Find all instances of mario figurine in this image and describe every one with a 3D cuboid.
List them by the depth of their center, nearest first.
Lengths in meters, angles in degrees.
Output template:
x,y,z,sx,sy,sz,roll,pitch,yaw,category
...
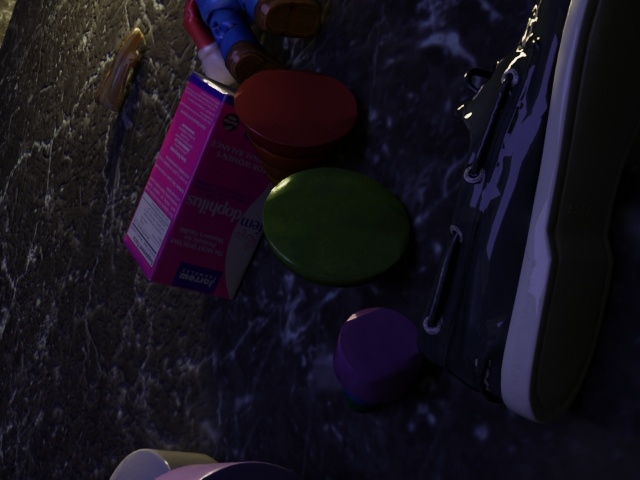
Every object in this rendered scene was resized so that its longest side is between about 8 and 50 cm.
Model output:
x,y,z,sx,sy,sz,roll,pitch,yaw,category
-0.097,-0.325,0.931,0.198,0.170,0.320,-30,55,-3,mario figurine

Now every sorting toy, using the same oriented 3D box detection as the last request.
x,y,z,sx,sy,sz,roll,pitch,yaw,category
0.000,0.000,0.674,0.126,0.127,0.365,103,155,-50,sorting toy

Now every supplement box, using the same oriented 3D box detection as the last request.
x,y,z,sx,sy,sz,roll,pitch,yaw,category
-0.123,-0.060,0.825,0.114,0.111,0.220,40,109,52,supplement box

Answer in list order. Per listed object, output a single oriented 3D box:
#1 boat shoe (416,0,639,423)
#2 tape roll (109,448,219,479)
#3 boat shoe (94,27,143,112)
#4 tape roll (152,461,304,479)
x,y,z,sx,sy,sz,roll,pitch,yaw,category
0.135,-0.064,0.470,0.113,0.127,0.340,12,95,43,boat shoe
-0.166,0.332,0.753,0.219,0.072,0.219,-24,58,46,tape roll
-0.352,-0.307,1.303,0.153,0.048,0.056,-62,24,3,boat shoe
-0.073,0.268,0.554,0.080,0.189,0.189,-23,58,47,tape roll
